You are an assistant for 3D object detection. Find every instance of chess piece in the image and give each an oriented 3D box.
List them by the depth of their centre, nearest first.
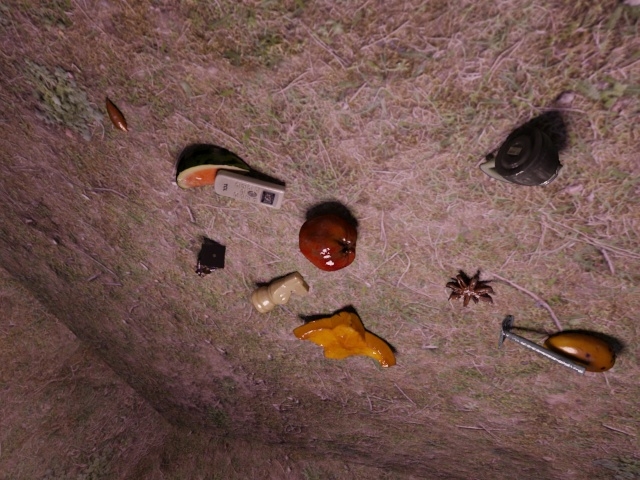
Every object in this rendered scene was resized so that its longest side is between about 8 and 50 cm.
[{"bbox_3d":[-0.134,0.173,1.509,0.200,0.090,0.090,-27,119,28],"label":"chess piece"}]

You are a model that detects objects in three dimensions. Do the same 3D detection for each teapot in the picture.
[{"bbox_3d":[0.417,-0.148,0.907,0.108,0.111,0.149,26,134,-23],"label":"teapot"}]

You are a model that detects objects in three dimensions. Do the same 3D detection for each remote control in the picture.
[{"bbox_3d":[-0.194,-0.138,1.212,0.190,0.029,0.087,15,145,-9],"label":"remote control"}]

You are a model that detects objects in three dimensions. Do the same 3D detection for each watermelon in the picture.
[{"bbox_3d":[-0.312,-0.194,1.225,0.245,0.063,0.119,-11,144,24],"label":"watermelon"}]

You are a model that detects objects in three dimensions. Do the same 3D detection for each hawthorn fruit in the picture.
[{"bbox_3d":[0.000,0.000,1.231,0.204,0.162,0.162,12,140,40],"label":"hawthorn fruit"}]

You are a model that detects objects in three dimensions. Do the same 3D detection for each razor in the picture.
[{"bbox_3d":[0.623,0.310,1.256,0.232,0.068,0.106,26,146,35],"label":"razor"}]

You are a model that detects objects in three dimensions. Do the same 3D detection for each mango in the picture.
[{"bbox_3d":[0.731,0.311,1.253,0.178,0.090,0.115,19,146,17],"label":"mango"}]

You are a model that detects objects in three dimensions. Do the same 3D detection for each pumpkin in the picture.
[{"bbox_3d":[0.088,0.361,1.582,0.258,0.095,0.290,-21,125,33],"label":"pumpkin"}]

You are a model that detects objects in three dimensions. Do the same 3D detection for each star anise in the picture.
[{"bbox_3d":[0.417,0.138,1.244,0.141,0.042,0.141,14,140,12],"label":"star anise"}]

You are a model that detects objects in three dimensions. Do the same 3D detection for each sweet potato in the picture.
[{"bbox_3d":[-0.552,-0.334,1.202,0.034,0.034,0.095,-8,120,30],"label":"sweet potato"}]

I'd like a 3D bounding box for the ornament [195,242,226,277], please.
[{"bbox_3d":[-0.383,0.082,1.531,0.081,0.088,0.203,8,155,-19],"label":"ornament"}]
